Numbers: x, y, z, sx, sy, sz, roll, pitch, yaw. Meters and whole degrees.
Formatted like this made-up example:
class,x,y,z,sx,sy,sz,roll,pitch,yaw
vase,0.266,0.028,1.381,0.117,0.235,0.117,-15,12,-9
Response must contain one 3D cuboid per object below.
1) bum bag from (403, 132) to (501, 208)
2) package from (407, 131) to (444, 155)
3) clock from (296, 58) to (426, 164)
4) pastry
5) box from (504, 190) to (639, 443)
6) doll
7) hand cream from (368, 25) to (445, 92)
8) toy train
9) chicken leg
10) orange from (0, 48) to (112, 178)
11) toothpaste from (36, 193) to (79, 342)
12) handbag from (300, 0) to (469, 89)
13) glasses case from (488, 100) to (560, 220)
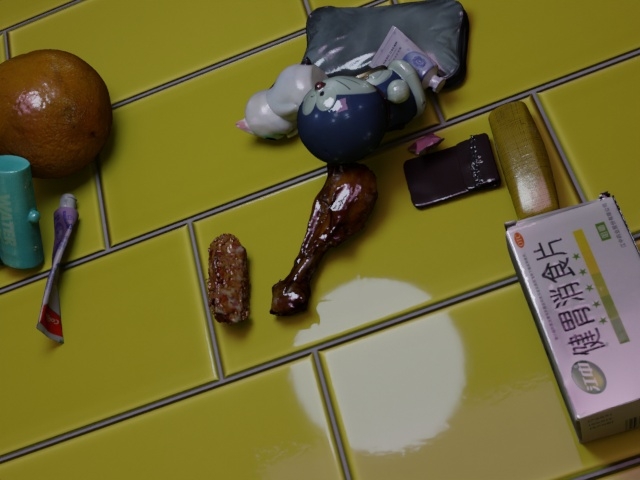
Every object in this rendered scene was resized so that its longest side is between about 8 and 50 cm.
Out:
class,x,y,z,sx,sy,sz,roll,pitch,yaw
bum bag,0.226,-0.121,1.653,0.159,0.026,0.109,-18,58,10
package,0.184,-0.169,1.675,0.059,0.029,0.083,-31,16,2
clock,0.069,-0.223,1.629,0.200,0.146,0.243,-14,13,47
pastry,-0.164,0.073,1.648,0.063,0.087,0.169,-30,51,42
box,0.405,0.110,1.405,0.173,0.145,0.332,-18,60,6
doll,-0.061,-0.251,1.756,0.181,0.110,0.107,-35,95,30
hand cream,0.160,-0.313,1.706,0.142,0.053,0.084,38,107,17
toy train,-0.589,-0.056,1.774,0.159,0.248,0.101,11,33,19
chicken leg,0.000,0.000,1.637,0.113,0.093,0.304,23,80,45
orange,-0.532,-0.248,1.840,0.264,0.264,0.264,-8,61,14
toothpaste,-0.487,0.044,1.775,0.048,0.075,0.301,3,59,-6
handbag,0.110,-0.365,1.798,0.332,0.075,0.191,1,67,15
glasses case,0.342,-0.133,1.599,0.079,0.064,0.234,-17,59,13
